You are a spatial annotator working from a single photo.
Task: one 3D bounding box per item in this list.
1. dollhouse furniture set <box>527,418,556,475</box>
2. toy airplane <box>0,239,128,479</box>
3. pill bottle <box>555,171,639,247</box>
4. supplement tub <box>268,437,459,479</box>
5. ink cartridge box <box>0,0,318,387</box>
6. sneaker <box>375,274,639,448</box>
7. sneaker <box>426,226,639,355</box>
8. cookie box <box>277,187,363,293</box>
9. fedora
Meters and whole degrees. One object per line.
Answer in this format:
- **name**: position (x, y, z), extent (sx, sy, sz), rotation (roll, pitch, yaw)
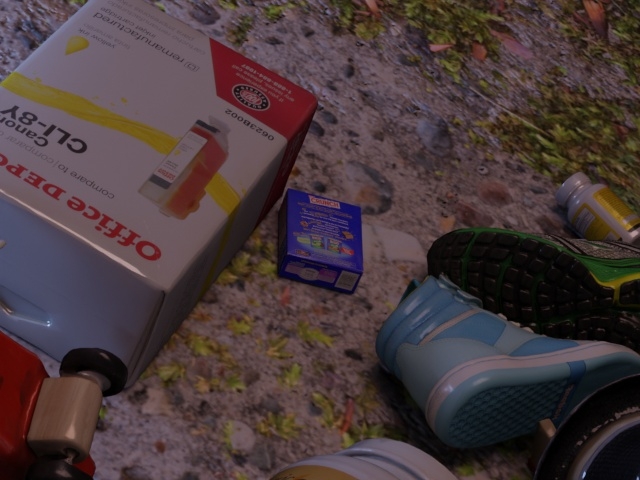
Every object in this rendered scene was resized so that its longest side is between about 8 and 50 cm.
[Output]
- **dollhouse furniture set**: position (0.425, 0.258, 1.912), extent (0.374, 0.152, 0.201), rotation (-16, 55, -17)
- **toy airplane**: position (-0.385, 0.102, 1.526), extent (0.386, 0.272, 0.384), rotation (-16, 87, -54)
- **pill bottle**: position (0.343, -0.029, 2.195), extent (0.065, 0.065, 0.116), rotation (-22, 61, -41)
- **supplement tub**: position (-0.016, 0.321, 1.521), extent (0.228, 0.228, 0.316), rotation (42, 43, 17)
- **ink cartridge box**: position (-0.211, -0.067, 1.871), extent (0.279, 0.160, 0.384), rotation (30, 41, 4)
- **sneaker**: position (0.197, 0.113, 1.934), extent (0.319, 0.127, 0.208), rotation (3, 33, -42)
- **sneaker**: position (0.284, 0.057, 2.054), extent (0.344, 0.134, 0.146), rotation (14, 17, -9)
- **cookie box**: position (0.000, 0.000, 2.004), extent (0.092, 0.040, 0.107), rotation (14, 43, -14)
- **fedora**: position (0.371, 0.279, 1.707), extent (0.334, 0.152, 0.334), rotation (1, 84, -13)
